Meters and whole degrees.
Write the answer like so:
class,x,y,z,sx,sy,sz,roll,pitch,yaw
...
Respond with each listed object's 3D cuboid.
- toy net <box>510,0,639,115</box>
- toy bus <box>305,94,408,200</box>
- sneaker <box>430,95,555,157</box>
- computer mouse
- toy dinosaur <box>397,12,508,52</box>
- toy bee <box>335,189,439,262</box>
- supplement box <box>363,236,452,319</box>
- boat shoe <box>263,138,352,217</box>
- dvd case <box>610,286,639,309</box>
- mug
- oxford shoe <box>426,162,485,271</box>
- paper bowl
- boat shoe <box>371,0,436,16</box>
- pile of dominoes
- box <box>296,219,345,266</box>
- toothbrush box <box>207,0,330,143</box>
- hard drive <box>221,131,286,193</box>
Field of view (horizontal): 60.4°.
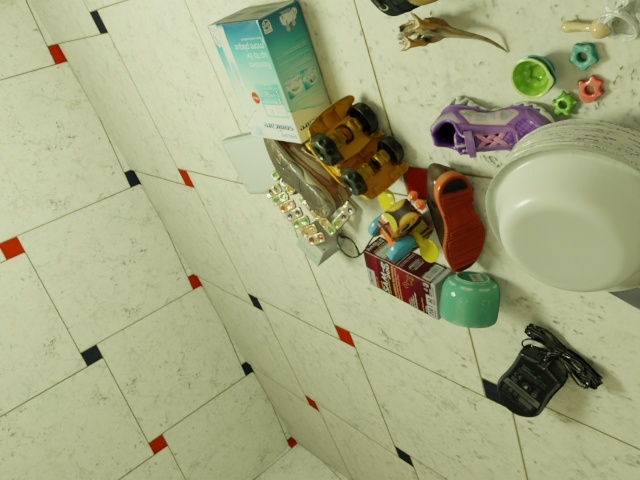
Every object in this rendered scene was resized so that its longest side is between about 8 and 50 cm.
class,x,y,z,sx,sy,sz,roll,pitch,yaw
toy net,0.384,-0.267,0.789,0.122,0.045,0.232,51,153,3
toy bus,0.070,-0.192,1.281,0.220,0.149,0.211,49,166,0
sneaker,0.291,-0.187,0.967,0.236,0.104,0.095,21,138,44
computer mouse,0.513,0.314,1.279,0.188,0.072,0.272,43,139,22
toy dinosaur,0.199,-0.356,0.932,0.211,0.112,0.064,33,134,44
toy bee,0.187,-0.029,1.201,0.195,0.298,0.162,44,117,3
supplement box,0.228,0.096,1.440,0.239,0.073,0.130,27,145,41
boat shoe,-0.037,-0.197,1.455,0.324,0.116,0.123,50,162,21
dvd case,0.579,0.053,0.906,0.165,0.018,0.221,35,148,30
mug,0.328,0.123,1.249,0.158,0.129,0.097,18,114,40
oxford shoe,0.286,-0.049,1.186,0.098,0.097,0.271,-120,10,-53
paper bowl,0.398,-0.032,0.855,0.284,0.148,0.284,27,145,21
boat shoe,0.030,-0.565,0.833,0.500,0.187,0.156,52,148,-12
pile of dominoes,-0.044,-0.110,1.541,0.251,0.040,0.196,49,123,12
box,0.000,0.000,1.646,0.101,0.102,0.087,45,154,14
toothbrush box,-0.114,-0.397,1.317,0.216,0.126,0.295,20,140,46
hard drive,-0.183,-0.240,1.708,0.308,0.040,0.203,5,127,55
